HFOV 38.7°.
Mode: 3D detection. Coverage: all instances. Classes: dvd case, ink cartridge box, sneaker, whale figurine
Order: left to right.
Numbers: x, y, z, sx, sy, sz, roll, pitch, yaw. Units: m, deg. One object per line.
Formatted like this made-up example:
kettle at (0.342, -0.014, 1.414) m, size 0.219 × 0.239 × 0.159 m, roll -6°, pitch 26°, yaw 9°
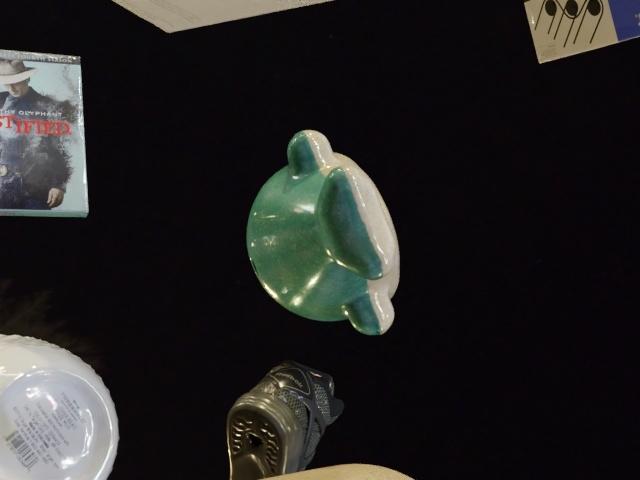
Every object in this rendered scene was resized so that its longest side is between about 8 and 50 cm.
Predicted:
dvd case at (-0.204, -0.074, 0.619) m, size 0.013 × 0.087 × 0.119 m, roll 138°, pitch -51°, yaw -59°
sneaker at (-0.035, 0.205, 0.874) m, size 0.087 × 0.130 × 0.227 m, roll 23°, pitch -52°, yaw 21°
whale figurine at (0.000, 0.000, 0.898) m, size 0.141 × 0.272 × 0.216 m, roll -21°, pitch -89°, yaw -5°
ink cartridge box at (0.286, -0.242, 0.887) m, size 0.207 × 0.046 × 0.097 m, roll -2°, pitch -74°, yaw 62°

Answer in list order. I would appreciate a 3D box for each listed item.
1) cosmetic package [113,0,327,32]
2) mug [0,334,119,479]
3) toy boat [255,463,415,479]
cosmetic package at (-0.117, -0.409, 1.207) m, size 0.385 × 0.217 × 0.156 m, roll -4°, pitch -103°, yaw 29°
mug at (-0.393, 0.301, 1.179) m, size 0.328 × 0.276 × 0.374 m, roll -18°, pitch -85°, yaw 50°
toy boat at (-0.012, 0.242, 0.571) m, size 0.231 × 0.151 × 0.151 m, roll -9°, pitch -63°, yaw -2°
